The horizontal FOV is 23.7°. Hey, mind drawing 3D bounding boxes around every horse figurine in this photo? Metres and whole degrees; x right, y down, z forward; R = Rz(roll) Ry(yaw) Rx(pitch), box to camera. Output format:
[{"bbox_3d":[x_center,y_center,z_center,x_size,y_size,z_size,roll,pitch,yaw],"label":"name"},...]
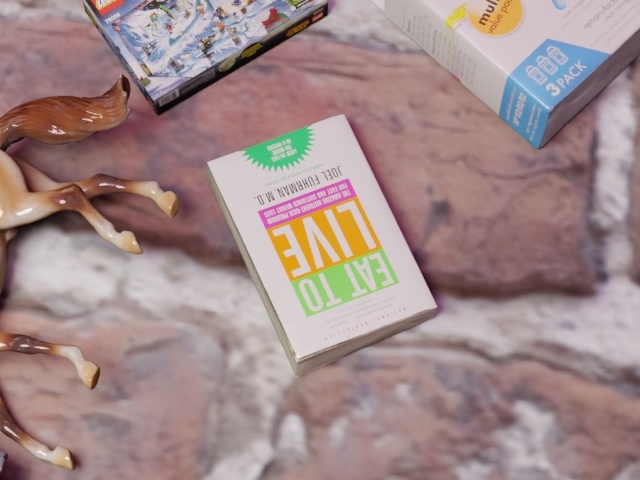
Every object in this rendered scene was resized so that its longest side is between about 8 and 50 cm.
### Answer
[{"bbox_3d":[-0.196,0.017,0.925,0.174,0.066,0.263,18,78,11],"label":"horse figurine"}]

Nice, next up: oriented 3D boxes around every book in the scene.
[{"bbox_3d":[0.000,0.000,0.954,0.096,0.035,0.144,-21,69,-11],"label":"book"}]

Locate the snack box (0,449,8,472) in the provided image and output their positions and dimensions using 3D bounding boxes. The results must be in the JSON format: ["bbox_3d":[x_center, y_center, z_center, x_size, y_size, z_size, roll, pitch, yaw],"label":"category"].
[{"bbox_3d":[-0.264,0.133,0.862,0.141,0.037,0.100,31,96,-8],"label":"snack box"}]

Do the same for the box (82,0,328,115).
[{"bbox_3d":[-0.076,-0.156,1.013,0.137,0.027,0.094,-31,73,-11],"label":"box"}]

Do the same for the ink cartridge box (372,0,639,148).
[{"bbox_3d":[0.114,-0.161,0.994,0.104,0.061,0.181,-43,74,-14],"label":"ink cartridge box"}]
